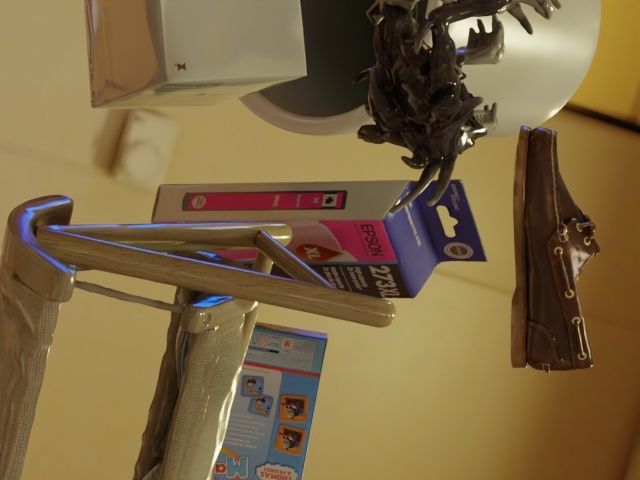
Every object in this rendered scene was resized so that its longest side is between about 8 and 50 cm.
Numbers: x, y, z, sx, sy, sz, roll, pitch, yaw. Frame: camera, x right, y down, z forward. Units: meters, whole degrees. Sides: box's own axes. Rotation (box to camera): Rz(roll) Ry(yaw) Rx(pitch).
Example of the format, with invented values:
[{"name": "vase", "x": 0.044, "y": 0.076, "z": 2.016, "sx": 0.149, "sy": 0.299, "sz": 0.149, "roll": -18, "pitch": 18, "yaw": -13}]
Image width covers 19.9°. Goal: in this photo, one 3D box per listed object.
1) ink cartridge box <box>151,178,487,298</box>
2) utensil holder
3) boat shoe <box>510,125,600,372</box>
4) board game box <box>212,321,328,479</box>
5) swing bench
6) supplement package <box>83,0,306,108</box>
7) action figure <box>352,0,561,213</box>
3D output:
[{"name": "ink cartridge box", "x": 0.000, "y": 0.000, "z": 2.162, "sx": 0.176, "sy": 0.371, "sz": 0.069, "roll": 66, "pitch": 27, "yaw": -53}, {"name": "utensil holder", "x": 0.111, "y": -0.276, "z": 2.160, "sx": 0.327, "sy": 0.385, "sz": 0.328, "roll": -1, "pitch": -91, "yaw": 37}, {"name": "boat shoe", "x": 0.192, "y": 0.007, "z": 1.490, "sx": 0.073, "sy": 0.073, "sz": 0.207, "roll": -52, "pitch": 141, "yaw": -67}, {"name": "board game box", "x": -0.087, "y": 0.203, "z": 2.192, "sx": 0.039, "sy": 0.160, "sz": 0.212, "roll": -90, "pitch": -170, "yaw": -81}, {"name": "swing bench", "x": -0.123, "y": 0.118, "z": 1.168, "sx": 0.165, "sy": 0.254, "sz": 0.253, "roll": 35, "pitch": -67, "yaw": 52}, {"name": "supplement package", "x": -0.130, "y": -0.237, "z": 1.785, "sx": 0.203, "sy": 0.149, "sz": 0.194, "roll": -7, "pitch": -92, "yaw": 62}, {"name": "action figure", "x": 0.094, "y": -0.161, "z": 1.308, "sx": 0.164, "sy": 0.141, "sz": 0.276, "roll": 168, "pitch": -82, "yaw": -67}]
